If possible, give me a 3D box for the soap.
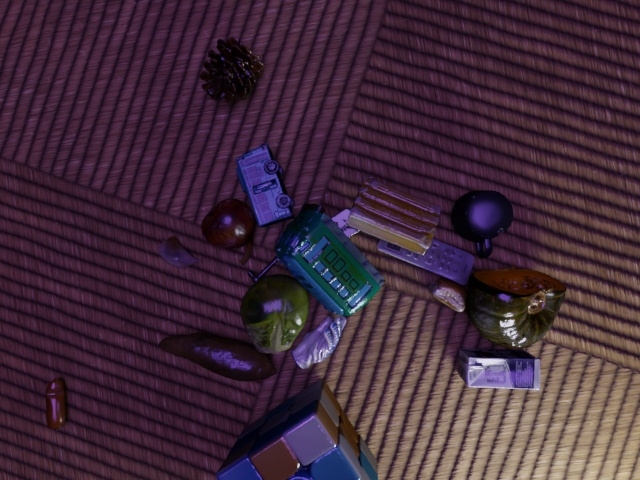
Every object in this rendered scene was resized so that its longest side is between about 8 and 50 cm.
[{"bbox_3d":[0.238,-0.081,1.524,0.274,0.089,0.173,23,59,1],"label":"soap"}]

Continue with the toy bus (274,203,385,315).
[{"bbox_3d":[0.017,0.071,1.456,0.199,0.184,0.343,-48,111,-14],"label":"toy bus"}]

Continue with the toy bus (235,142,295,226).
[{"bbox_3d":[-0.183,-0.178,1.564,0.147,0.128,0.255,-20,89,1],"label":"toy bus"}]

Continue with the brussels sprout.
[{"bbox_3d":[-0.150,0.239,1.515,0.220,0.210,0.271,3,104,-4],"label":"brussels sprout"}]

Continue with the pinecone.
[{"bbox_3d":[-0.304,-0.550,1.559,0.186,0.168,0.212,16,77,18],"label":"pinecone"}]

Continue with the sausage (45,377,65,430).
[{"bbox_3d":[-0.920,0.568,1.631,0.062,0.054,0.183,-4,86,-29],"label":"sausage"}]

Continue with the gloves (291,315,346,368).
[{"bbox_3d":[0.001,0.333,1.562,0.229,0.097,0.119,-45,42,9],"label":"gloves"}]

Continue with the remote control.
[{"bbox_3d":[0.350,0.046,1.565,0.313,0.055,0.109,23,72,6],"label":"remote control"}]

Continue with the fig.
[{"bbox_3d":[-0.279,-0.036,1.564,0.207,0.175,0.175,41,92,-20],"label":"fig"}]

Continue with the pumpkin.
[{"bbox_3d":[0.579,0.209,1.469,0.325,0.242,0.232,2,113,-24],"label":"pumpkin"}]

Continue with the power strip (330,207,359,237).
[{"bbox_3d":[0.000,0.000,1.587,0.288,0.053,0.093,-33,88,1],"label":"power strip"}]

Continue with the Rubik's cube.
[{"bbox_3d":[-0.051,0.691,1.432,0.347,0.347,0.344,-34,86,2],"label":"Rubik's cube"}]

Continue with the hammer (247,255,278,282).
[{"bbox_3d":[-0.171,0.078,1.611,0.178,0.021,0.065,-45,86,1],"label":"hammer"}]

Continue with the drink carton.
[{"bbox_3d":[0.565,0.409,1.504,0.223,0.134,0.101,0,91,4],"label":"drink carton"}]

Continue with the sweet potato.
[{"bbox_3d":[-0.350,0.380,1.566,0.423,0.130,0.130,12,90,5],"label":"sweet potato"}]

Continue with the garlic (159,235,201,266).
[{"bbox_3d":[-0.494,0.050,1.608,0.152,0.066,0.084,44,90,5],"label":"garlic"}]

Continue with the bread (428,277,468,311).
[{"bbox_3d":[0.423,0.172,1.531,0.125,0.106,0.082,32,92,1],"label":"bread"}]

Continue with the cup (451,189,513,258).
[{"bbox_3d":[0.519,-0.054,1.496,0.170,0.176,0.222,-7,88,0],"label":"cup"}]
